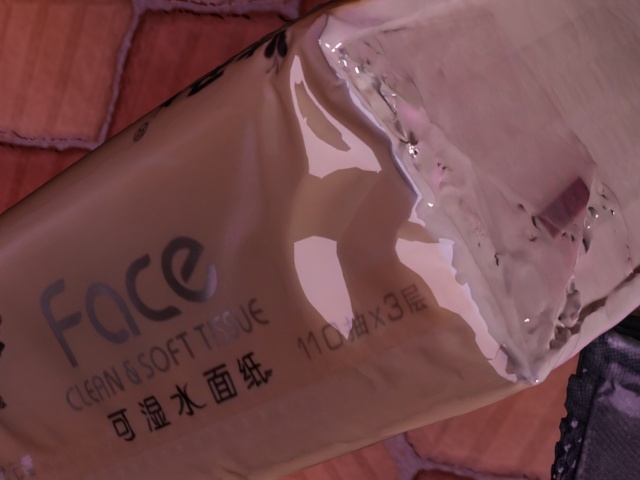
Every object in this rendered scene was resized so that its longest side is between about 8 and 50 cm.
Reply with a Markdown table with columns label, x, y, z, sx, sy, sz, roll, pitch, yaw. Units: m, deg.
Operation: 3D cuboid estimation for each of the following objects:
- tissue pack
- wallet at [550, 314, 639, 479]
| label | x | y | z | sx | sy | sz | roll | pitch | yaw |
| --- | --- | --- | --- | --- | --- | --- | --- | --- | --- |
| tissue pack | 0.000 | 0.000 | 0.848 | 0.405 | 0.332 | 0.205 | -28 | 92 | 41 |
| wallet | 0.255 | 0.218 | 0.959 | 0.237 | 0.075 | 0.342 | 17 | 121 | 20 |
